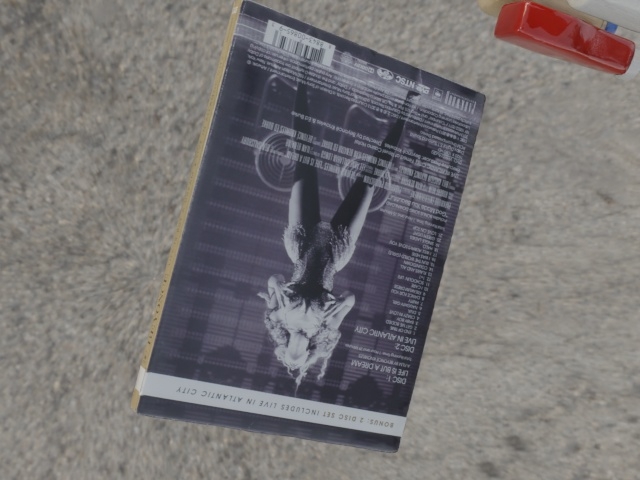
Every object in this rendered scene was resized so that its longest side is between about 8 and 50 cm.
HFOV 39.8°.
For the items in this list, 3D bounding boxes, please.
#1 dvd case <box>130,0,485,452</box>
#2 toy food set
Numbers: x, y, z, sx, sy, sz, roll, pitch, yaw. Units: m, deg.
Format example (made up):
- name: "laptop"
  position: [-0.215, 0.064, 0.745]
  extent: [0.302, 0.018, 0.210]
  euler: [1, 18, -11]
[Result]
- name: "dvd case"
  position: [0.000, 0.000, 0.495]
  extent: [0.164, 0.018, 0.221]
  euler: [15, 87, -27]
- name: "toy food set"
  position: [0.181, -0.167, 0.554]
  extent: [0.104, 0.232, 0.111]
  euler: [15, 93, -17]
